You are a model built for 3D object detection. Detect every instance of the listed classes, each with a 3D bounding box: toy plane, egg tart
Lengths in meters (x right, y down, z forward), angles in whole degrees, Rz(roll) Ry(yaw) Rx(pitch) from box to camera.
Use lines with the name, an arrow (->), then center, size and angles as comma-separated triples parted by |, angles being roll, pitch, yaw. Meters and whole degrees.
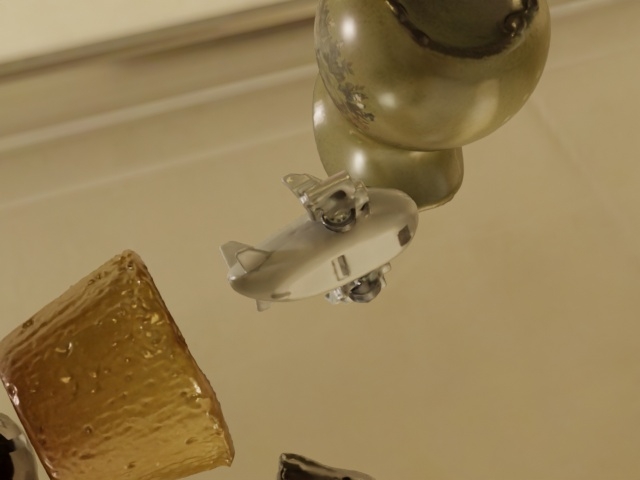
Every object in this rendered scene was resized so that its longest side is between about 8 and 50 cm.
toy plane -> 0.001, 0.002, 1.651 | 0.174, 0.174, 0.080 | 102, 152, -44
egg tart -> -0.171, 0.124, 1.571 | 0.203, 0.147, 0.202 | 61, 172, 14

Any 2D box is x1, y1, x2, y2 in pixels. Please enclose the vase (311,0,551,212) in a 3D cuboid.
vase -> 0.082, -0.226, 2.028 | 0.329, 0.240, 0.302 | 64, 158, 16

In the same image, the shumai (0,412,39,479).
shumai -> -0.400, 0.265, 1.636 | 0.323, 0.397, 0.324 | -57, 46, 33

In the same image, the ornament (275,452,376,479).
ornament -> -0.037, 0.355, 1.770 | 0.251, 0.106, 0.260 | -87, 21, -68
